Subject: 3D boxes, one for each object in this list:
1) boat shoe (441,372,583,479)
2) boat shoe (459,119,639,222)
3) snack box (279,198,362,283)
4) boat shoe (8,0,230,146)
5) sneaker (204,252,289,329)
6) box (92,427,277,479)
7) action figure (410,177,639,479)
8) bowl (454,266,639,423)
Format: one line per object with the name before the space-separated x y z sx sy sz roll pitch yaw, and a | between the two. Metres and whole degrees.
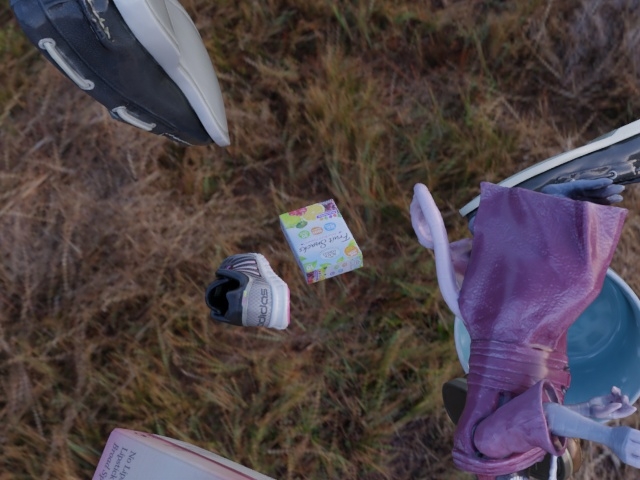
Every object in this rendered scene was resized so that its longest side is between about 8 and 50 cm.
boat shoe | 0.297 0.254 1.397 0.105 0.110 0.307 -16 18 -19
boat shoe | 0.370 -0.074 1.371 0.340 0.127 0.113 -23 87 -14
snack box | 0.000 0.000 1.609 0.100 0.037 0.141 -18 50 -10
boat shoe | -0.145 -0.142 0.753 0.091 0.302 0.114 -19 71 4
sneaker | -0.090 0.051 1.009 0.170 0.075 0.063 -145 62 -64
box | -0.092 0.277 0.838 0.232 0.127 0.148 14 79 32
action figure | 0.187 0.117 0.929 0.276 0.248 0.370 11 75 11
bowl | 0.392 0.138 1.556 0.312 0.311 0.163 5 19 23
